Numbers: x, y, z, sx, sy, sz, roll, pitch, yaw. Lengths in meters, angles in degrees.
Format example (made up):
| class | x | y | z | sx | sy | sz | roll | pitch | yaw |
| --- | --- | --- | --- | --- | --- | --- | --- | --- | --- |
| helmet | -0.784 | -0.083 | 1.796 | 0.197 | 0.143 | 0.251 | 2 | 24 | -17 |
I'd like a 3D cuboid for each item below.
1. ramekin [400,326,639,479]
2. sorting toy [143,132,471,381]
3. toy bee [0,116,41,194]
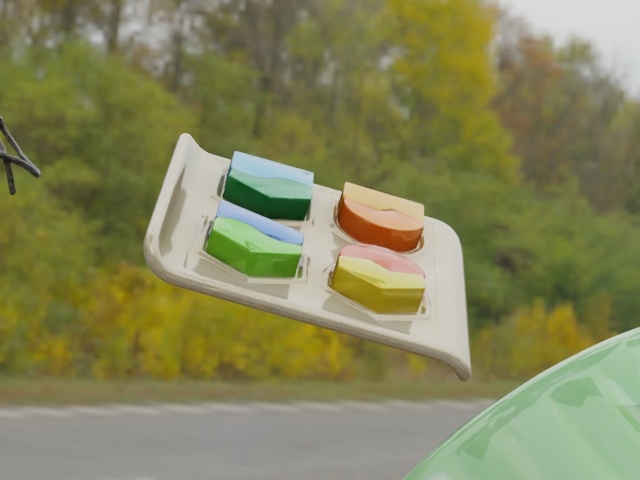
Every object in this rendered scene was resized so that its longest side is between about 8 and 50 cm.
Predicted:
| class | x | y | z | sx | sy | sz | roll | pitch | yaw |
| --- | --- | --- | --- | --- | --- | --- | --- | --- | --- |
| ramekin | 0.136 | 0.167 | 0.621 | 0.303 | 0.303 | 0.148 | 8 | 34 | -37 |
| sorting toy | 0.000 | 0.000 | 1.076 | 0.208 | 0.038 | 0.193 | 20 | 23 | -6 |
| toy bee | -0.340 | -0.105 | 1.137 | 0.162 | 0.298 | 0.195 | -38 | 12 | -2 |
